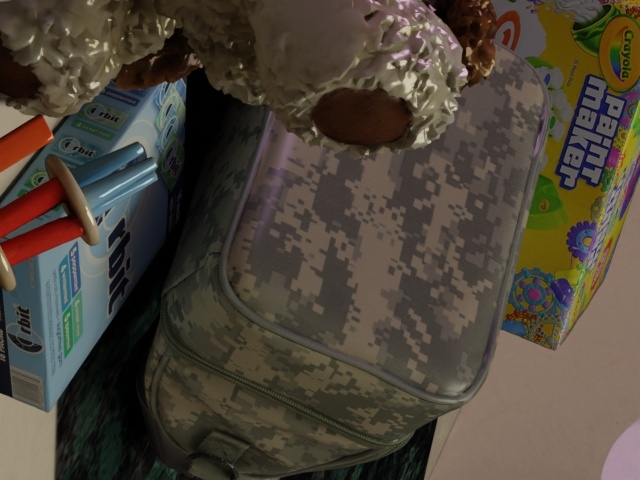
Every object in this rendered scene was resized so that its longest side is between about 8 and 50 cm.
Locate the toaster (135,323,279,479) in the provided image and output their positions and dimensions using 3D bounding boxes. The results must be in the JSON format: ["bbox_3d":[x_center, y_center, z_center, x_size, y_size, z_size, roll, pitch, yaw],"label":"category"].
[{"bbox_3d":[-0.054,0.090,1.539,0.146,0.129,0.227,97,17,-58],"label":"toaster"}]

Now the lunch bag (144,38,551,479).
[{"bbox_3d":[0.000,0.000,1.365,0.256,0.213,0.305,-38,-150,55],"label":"lunch bag"}]

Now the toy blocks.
[{"bbox_3d":[-0.153,-0.024,0.978,0.148,0.054,0.123,-29,154,-14],"label":"toy blocks"}]

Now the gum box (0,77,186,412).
[{"bbox_3d":[-0.141,-0.011,1.217,0.157,0.041,0.184,96,20,-49],"label":"gum box"}]

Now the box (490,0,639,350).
[{"bbox_3d":[0.125,-0.113,1.590,0.177,0.279,0.290,-43,152,-61],"label":"box"}]

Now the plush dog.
[{"bbox_3d":[-0.028,-0.140,1.027,0.225,0.262,0.210,41,58,-70],"label":"plush dog"}]
